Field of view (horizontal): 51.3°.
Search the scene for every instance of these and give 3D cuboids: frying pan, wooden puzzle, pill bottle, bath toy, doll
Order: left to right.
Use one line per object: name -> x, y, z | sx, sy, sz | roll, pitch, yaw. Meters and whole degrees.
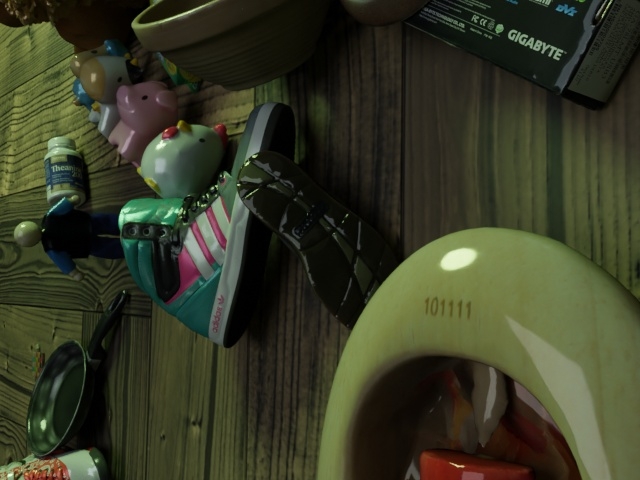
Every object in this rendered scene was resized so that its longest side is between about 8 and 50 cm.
wooden puzzle -> -0.568, 0.250, 1.339 | 0.049, 0.006, 0.083 | -6, 82, 47
pill bottle -> -0.470, -0.126, 1.222 | 0.067, 0.067, 0.120 | -28, 67, 42
frying pan -> -0.421, 0.213, 1.153 | 0.197, 0.053, 0.326 | 22, 86, 51
doll -> -0.361, -0.003, 1.003 | 0.046, 0.189, 0.129 | -6, 81, 47
bath toy -> -0.248, -0.176, 0.951 | 0.129, 0.151, 0.348 | -45, 51, -4

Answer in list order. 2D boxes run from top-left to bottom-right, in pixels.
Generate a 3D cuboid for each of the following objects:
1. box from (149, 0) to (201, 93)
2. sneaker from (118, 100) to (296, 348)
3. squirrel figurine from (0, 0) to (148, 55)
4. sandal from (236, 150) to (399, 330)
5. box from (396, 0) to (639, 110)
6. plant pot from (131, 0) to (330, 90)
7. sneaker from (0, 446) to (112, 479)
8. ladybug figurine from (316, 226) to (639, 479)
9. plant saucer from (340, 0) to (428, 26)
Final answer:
box -> -0.203, -0.301, 0.926 | 0.105, 0.043, 0.179 | 54, 152, 34
sneaker -> -0.143, -0.037, 0.790 | 0.178, 0.124, 0.296 | 20, 104, 13
squirrel figurine -> -0.449, -0.441, 0.995 | 0.397, 0.370, 0.281 | 15, 98, 50
sandal -> 0.000, 0.000, 0.680 | 0.219, 0.060, 0.090 | 44, 89, 10
box -> 0.171, -0.299, 0.541 | 0.295, 0.073, 0.293 | 43, 117, 42
plant pot -> -0.079, -0.242, 0.741 | 0.237, 0.237, 0.110 | 12, 135, 47
sneaker -> -0.456, 0.403, 1.093 | 0.270, 0.145, 0.090 | -14, 90, 47
ladybug figurine -> 0.137, 0.219, 0.464 | 0.305, 0.161, 0.450 | 1, 87, 47
plant saucer -> 0.061, -0.279, 0.593 | 0.168, 0.029, 0.169 | -8, 79, 48
